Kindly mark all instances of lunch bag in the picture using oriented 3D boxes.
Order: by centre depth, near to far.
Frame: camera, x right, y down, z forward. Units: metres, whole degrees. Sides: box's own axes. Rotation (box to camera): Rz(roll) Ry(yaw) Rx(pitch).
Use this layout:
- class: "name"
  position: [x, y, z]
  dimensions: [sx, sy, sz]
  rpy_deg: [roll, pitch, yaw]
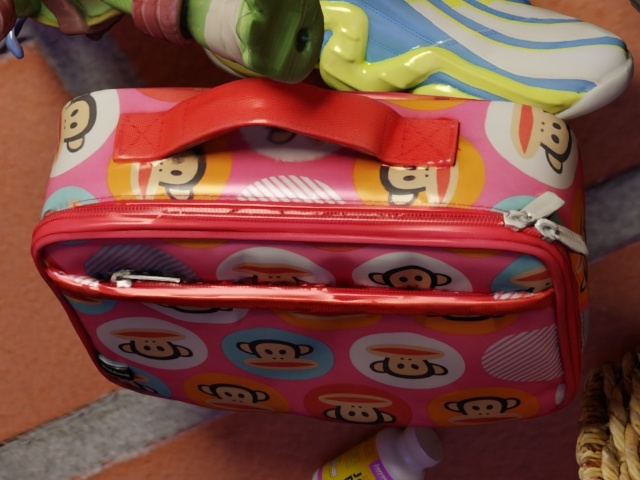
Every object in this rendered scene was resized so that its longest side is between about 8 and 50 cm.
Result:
- class: "lunch bag"
  position: [0.000, 0.000, 0.977]
  dimensions: [0.293, 0.120, 0.258]
  rpy_deg: [2, 150, 11]

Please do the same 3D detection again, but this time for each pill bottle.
- class: "pill bottle"
  position: [0.038, 0.148, 1.163]
  dimensions: [0.083, 0.043, 0.043]
  rpy_deg: [-35, 111, 25]

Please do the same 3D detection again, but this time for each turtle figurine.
- class: "turtle figurine"
  position: [-0.126, -0.179, 0.871]
  dimensions: [0.266, 0.198, 0.274]
  rpy_deg: [13, 132, 29]

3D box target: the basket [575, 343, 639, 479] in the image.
- class: "basket"
  position: [0.289, 0.164, 0.988]
  dimensions: [0.223, 0.299, 0.213]
  rpy_deg: [-36, 112, 23]

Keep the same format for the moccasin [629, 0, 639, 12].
- class: "moccasin"
  position: [0.305, -0.097, 0.932]
  dimensions: [0.380, 0.139, 0.147]
  rpy_deg: [45, 126, -8]

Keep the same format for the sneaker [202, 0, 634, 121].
- class: "sneaker"
  position: [0.051, -0.136, 0.960]
  dimensions: [0.240, 0.091, 0.126]
  rpy_deg: [6, 121, 6]
